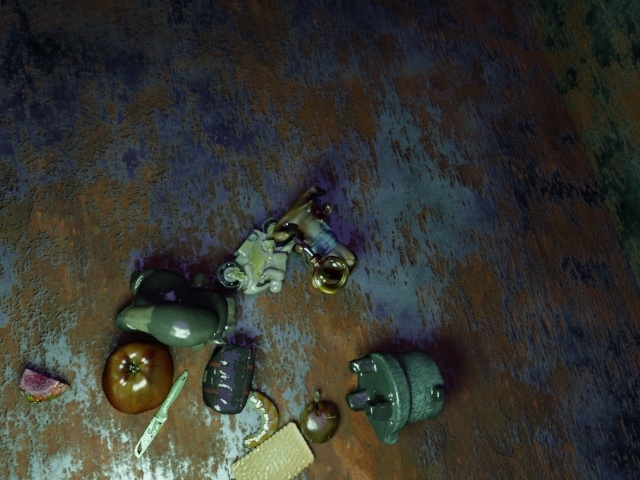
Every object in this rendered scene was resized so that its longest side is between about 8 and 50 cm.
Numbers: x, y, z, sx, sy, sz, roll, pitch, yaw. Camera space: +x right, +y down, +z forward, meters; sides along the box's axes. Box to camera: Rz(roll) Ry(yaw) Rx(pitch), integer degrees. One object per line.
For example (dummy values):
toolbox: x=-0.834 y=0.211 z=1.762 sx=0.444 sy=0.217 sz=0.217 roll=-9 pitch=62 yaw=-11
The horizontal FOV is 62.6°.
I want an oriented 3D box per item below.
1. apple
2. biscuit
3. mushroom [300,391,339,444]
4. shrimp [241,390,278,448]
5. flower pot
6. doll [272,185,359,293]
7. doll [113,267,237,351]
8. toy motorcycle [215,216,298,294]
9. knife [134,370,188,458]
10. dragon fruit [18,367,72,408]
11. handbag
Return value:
apple: x=-0.556 y=0.414 z=1.604 sx=0.233 sy=0.234 sz=0.234 roll=5 pitch=71 yaw=-14
biscuit: x=-0.153 y=0.722 z=1.706 sx=0.249 sy=0.030 sz=0.160 roll=-31 pitch=93 yaw=-22
mushroom: x=-0.003 y=0.596 z=1.772 sx=0.135 sy=0.080 sz=0.171 roll=-2 pitch=76 yaw=-26
shrimp: x=-0.224 y=0.591 z=1.736 sx=0.161 sy=0.049 sz=0.166 roll=42 pitch=74 yaw=0
flower pot: x=0.241 y=0.517 z=1.756 sx=0.282 sy=0.299 sz=0.299 roll=-1 pitch=72 yaw=-24
doll: x=0.003 y=-0.001 z=1.866 sx=0.318 sy=0.209 sz=0.340 roll=-50 pitch=116 yaw=-37
doll: x=-0.466 y=0.196 z=1.621 sx=0.382 sy=0.379 sz=0.252 roll=8 pitch=74 yaw=5
toy motorcycle: x=-0.201 y=0.078 z=1.873 sx=0.223 sy=0.108 sz=0.341 roll=43 pitch=59 yaw=-9
knife: x=-0.503 y=0.552 z=1.681 sx=0.043 sy=0.020 sz=0.293 roll=33 pitch=67 yaw=-5
dragon fruit: x=-0.841 y=0.451 z=1.580 sx=0.147 sy=0.102 sz=0.096 roll=20 pitch=61 yaw=2
handbag: x=-0.299 y=0.444 z=1.692 sx=0.155 sy=0.169 sz=0.215 roll=12 pitch=72 yaw=-14
